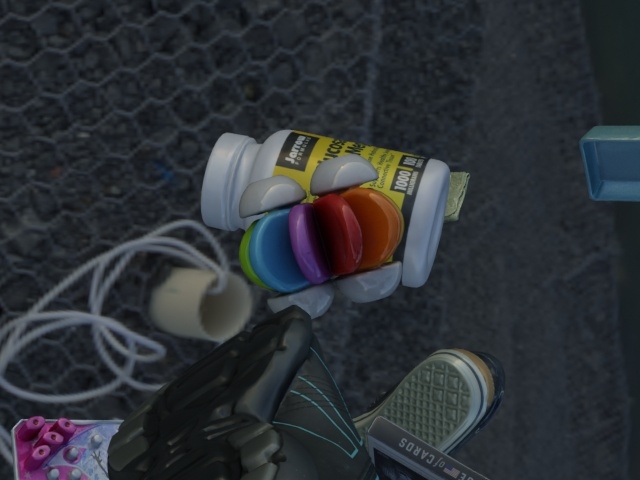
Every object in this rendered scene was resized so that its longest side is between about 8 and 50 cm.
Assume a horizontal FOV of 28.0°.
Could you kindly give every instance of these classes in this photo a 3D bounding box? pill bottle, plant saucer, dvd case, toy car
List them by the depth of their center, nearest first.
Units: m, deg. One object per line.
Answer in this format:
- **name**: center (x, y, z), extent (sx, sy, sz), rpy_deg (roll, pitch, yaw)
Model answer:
- **plant saucer**: center (0.251, -0.045, 0.745), extent (0.067, 0.192, 0.018), rpy_deg (62, 37, -55)
- **toy car**: center (0.000, 0.000, 1.349), extent (0.182, 0.136, 0.159), rpy_deg (-16, 93, 3)
- **dvd case**: center (0.134, 0.278, 1.371), extent (0.029, 0.179, 0.238), rpy_deg (-55, 162, -21)
- **pill bottle**: center (0.007, -0.055, 1.855), extent (0.188, 0.334, 0.188), rpy_deg (12, 90, -80)

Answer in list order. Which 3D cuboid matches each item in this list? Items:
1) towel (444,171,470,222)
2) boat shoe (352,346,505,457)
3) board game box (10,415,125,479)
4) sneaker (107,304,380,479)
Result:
- **towel**: center (0.190, -0.070, 2.254), extent (0.027, 0.148, 0.110), rpy_deg (47, 47, -37)
- **boat shoe**: center (0.132, 0.343, 2.180), extent (0.156, 0.500, 0.187), rpy_deg (-14, 64, -50)
- **board game box**: center (-0.199, 0.415, 1.699), extent (0.390, 0.050, 0.390), rpy_deg (5, 58, -30)
- **sneaker**: center (-0.022, 0.107, 0.490), extent (0.101, 0.267, 0.106), rpy_deg (-35, 101, 8)
